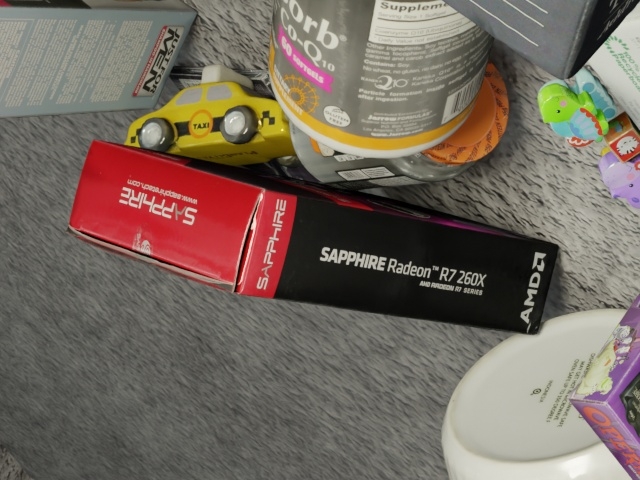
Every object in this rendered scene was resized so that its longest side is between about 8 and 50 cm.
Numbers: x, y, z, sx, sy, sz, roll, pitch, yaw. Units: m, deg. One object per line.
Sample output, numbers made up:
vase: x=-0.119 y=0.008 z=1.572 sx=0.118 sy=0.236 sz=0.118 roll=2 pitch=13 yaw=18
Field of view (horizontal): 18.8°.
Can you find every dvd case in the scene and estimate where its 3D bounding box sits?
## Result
dvd case: x=-0.043 y=-0.088 z=1.930 sx=0.164 sy=0.018 sz=0.221 roll=9 pitch=143 yaw=52

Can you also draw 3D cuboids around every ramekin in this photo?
ramekin: x=0.228 y=0.172 z=1.669 sx=0.273 sy=0.273 sz=0.127 roll=13 pitch=135 yaw=51

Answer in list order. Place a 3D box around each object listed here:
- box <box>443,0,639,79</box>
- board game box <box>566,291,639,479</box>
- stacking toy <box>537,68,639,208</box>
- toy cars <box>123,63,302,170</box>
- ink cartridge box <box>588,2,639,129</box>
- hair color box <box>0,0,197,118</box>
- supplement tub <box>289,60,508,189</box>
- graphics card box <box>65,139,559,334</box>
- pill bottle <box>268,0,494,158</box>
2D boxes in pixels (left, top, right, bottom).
box: x=0.144 y=-0.291 z=0.726 sx=0.179 sy=0.343 sz=0.312 roll=36 pitch=160 yaw=14
board game box: x=0.347 y=0.161 z=1.501 sx=0.347 sy=0.208 sz=0.056 roll=50 pitch=158 yaw=-26
stacking toy: x=0.197 y=-0.069 z=1.351 sx=0.221 sy=0.052 sz=0.167 roll=46 pitch=-161 yaw=-31
toy cars: x=-0.116 y=-0.094 z=1.888 sx=0.176 sy=0.087 sz=0.393 roll=7 pitch=166 yaw=-16
ink cartridge box: x=0.364 y=-0.050 z=1.237 sx=0.324 sy=0.071 sz=0.330 roll=50 pitch=155 yaw=-22
hair color box: x=-0.291 y=-0.198 z=1.700 sx=0.185 sy=0.114 sz=0.374 roll=32 pitch=-162 yaw=20
supplement tub: x=0.064 y=-0.103 z=1.576 sx=0.117 sy=0.117 sz=0.190 roll=47 pitch=158 yaw=-19
graphics card box: x=0.000 y=0.000 z=1.664 sx=0.371 sy=0.094 sz=0.233 roll=11 pitch=-176 yaw=-43
pill bottle: x=0.051 y=-0.195 z=1.322 sx=0.162 sy=0.162 sz=0.278 roll=34 pitch=149 yaw=16
